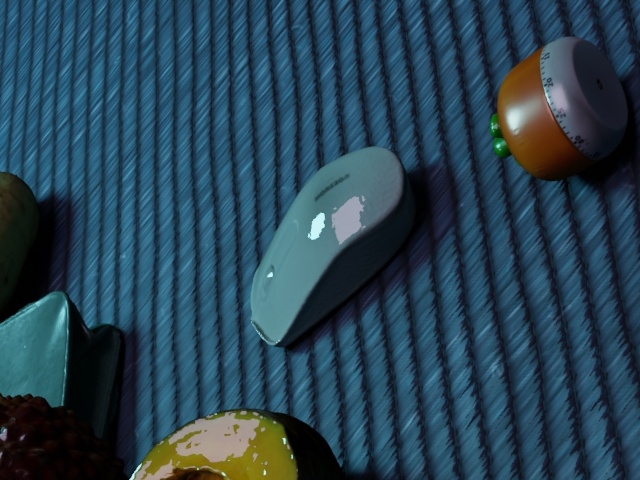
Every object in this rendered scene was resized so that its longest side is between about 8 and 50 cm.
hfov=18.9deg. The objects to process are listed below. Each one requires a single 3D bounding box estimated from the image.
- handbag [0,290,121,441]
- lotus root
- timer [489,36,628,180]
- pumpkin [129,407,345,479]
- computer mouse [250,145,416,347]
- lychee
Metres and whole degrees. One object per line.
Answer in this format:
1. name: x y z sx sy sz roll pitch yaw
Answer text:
1. handbag: -0.359 0.216 2.110 0.326 0.089 0.238 -28 43 32
2. lotus root: -0.427 0.027 2.276 0.160 0.146 0.284 -49 21 48
3. timer: 0.204 -0.108 1.702 0.136 0.099 0.136 -45 24 27
4. pumpkin: -0.056 0.288 1.620 0.221 0.139 0.317 -8 55 25
5. computer mouse: 0.000 0.000 1.873 0.231 0.079 0.128 -45 34 20
6. lychee: -0.305 0.279 1.846 0.300 0.264 0.264 113 177 -69
